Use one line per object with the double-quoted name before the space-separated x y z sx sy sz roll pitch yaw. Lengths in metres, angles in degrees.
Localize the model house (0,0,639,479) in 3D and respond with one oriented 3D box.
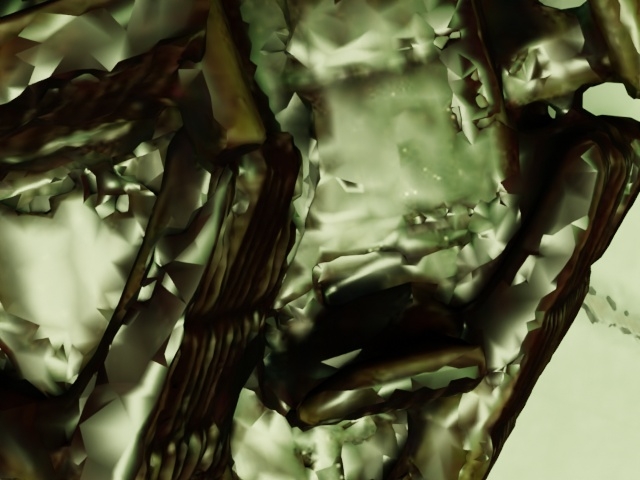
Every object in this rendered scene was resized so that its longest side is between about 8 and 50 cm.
"model house" 0.000 0.000 0.486 0.297 0.317 0.282 -10 91 11
